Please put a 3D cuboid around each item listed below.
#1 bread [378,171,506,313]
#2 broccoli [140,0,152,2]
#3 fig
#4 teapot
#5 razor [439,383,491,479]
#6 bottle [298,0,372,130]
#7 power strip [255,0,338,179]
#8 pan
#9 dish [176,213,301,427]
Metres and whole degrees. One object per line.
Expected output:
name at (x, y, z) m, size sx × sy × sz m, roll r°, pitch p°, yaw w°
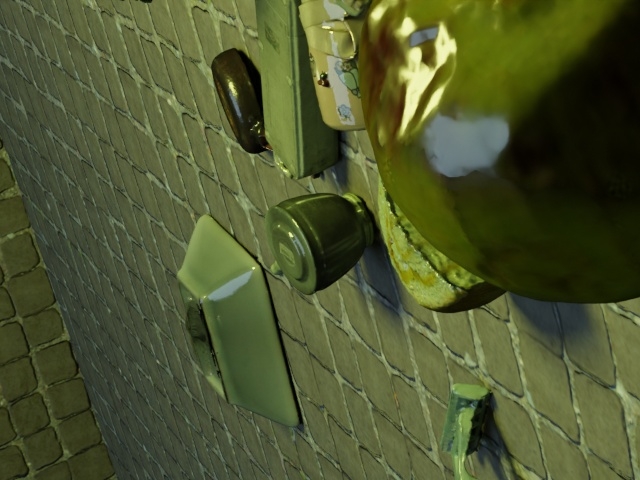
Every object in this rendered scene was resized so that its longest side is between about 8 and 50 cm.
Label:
bread at (0.105, 0.013, 1.429) m, size 0.110 × 0.103 × 0.156 m, roll 92°, pitch 158°, yaw -43°
broccoli at (-0.192, -0.344, 1.607) m, size 0.243 × 0.247 × 0.263 m, roll 20°, pitch 139°, yaw 18°
fig at (0.151, -0.077, 0.993) m, size 0.239 × 0.239 × 0.271 m, roll 56°, pitch -170°, yaw 33°
teapot at (-0.002, -0.008, 1.757) m, size 0.124 × 0.091 × 0.092 m, roll 20°, pitch 130°, yaw 61°
razor at (0.179, 0.260, 1.598) m, size 0.278 × 0.056 × 0.111 m, roll 58°, pitch 159°, yaw 29°
bottle at (0.029, -0.169, 1.452) m, size 0.099 × 0.099 × 0.152 m, roll 33°, pitch 138°, yaw 62°
power strip at (-0.021, -0.162, 1.685) m, size 0.078 × 0.052 × 0.272 m, roll 55°, pitch 160°, yaw 36°
pan at (-0.062, -0.116, 1.890) m, size 0.212 × 0.040 × 0.114 m, roll 51°, pitch 162°, yaw 45°
dish at (-0.114, 0.111, 2.274) m, size 0.182 × 0.080 × 0.243 m, roll 41°, pitch 148°, yaw 56°
